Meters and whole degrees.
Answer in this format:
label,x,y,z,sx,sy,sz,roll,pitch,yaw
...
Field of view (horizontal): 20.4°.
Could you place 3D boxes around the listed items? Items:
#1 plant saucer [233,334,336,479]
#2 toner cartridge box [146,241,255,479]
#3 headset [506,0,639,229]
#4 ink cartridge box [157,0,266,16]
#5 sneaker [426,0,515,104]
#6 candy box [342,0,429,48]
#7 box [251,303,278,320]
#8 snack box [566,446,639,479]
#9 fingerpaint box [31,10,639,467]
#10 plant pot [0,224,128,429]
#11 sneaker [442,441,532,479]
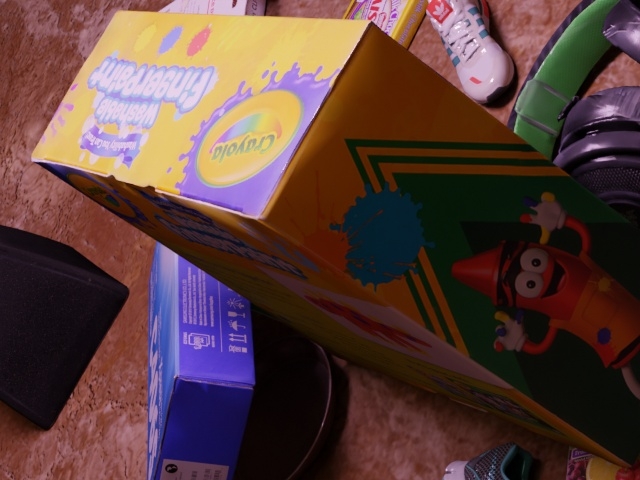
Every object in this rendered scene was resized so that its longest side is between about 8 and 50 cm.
label,x,y,z,sx,sy,sz,roll,pitch,yaw
plant saucer,-0.041,0.172,1.691,0.168,0.029,0.168,-33,41,34
toner cartridge box,-0.118,0.085,1.704,0.348,0.075,0.165,-97,19,-55
headset,0.253,-0.127,1.414,0.394,0.185,0.243,2,66,64
ink cartridge box,-0.129,-0.238,2.075,0.198,0.067,0.115,-26,46,40
sneaker,0.133,-0.196,1.710,0.057,0.075,0.161,-40,38,25
candy box,0.048,-0.202,1.863,0.105,0.027,0.206,19,81,52
box,0.000,0.000,1.699,0.043,0.105,0.179,-20,49,61
snack box,0.241,0.129,1.365,0.100,0.037,0.141,-19,50,43
fingerpaint box,0.027,-0.019,1.408,0.163,0.371,0.445,-60,28,-8
plant pot,-0.364,0.078,2.043,0.188,0.167,0.187,29,89,54
sneaker,0.147,0.224,1.393,0.076,0.065,0.166,-37,42,23
